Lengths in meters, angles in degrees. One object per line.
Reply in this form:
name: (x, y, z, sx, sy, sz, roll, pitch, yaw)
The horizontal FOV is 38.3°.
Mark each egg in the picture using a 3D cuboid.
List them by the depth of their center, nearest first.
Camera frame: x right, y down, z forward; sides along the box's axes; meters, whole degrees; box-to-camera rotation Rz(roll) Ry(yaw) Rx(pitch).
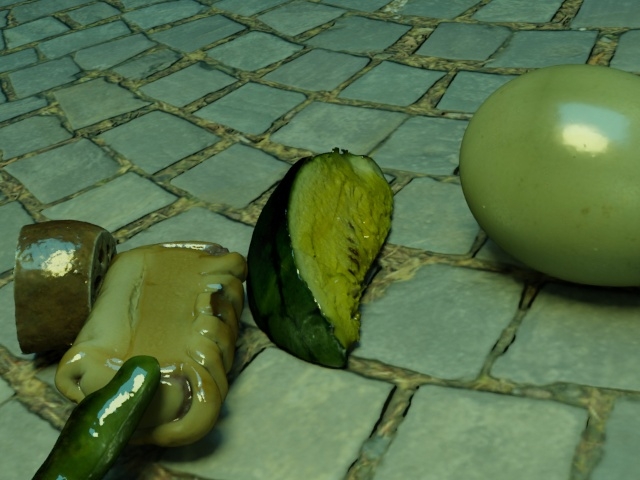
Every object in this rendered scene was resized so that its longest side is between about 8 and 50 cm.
egg: (0.243, -0.054, 0.804, 0.253, 0.189, 0.188, 19, 42, 27)

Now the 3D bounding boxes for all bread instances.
bread: (-0.134, 0.082, 0.783, 0.134, 0.081, 0.225, 6, 36, 2)

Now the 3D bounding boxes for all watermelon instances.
watermelon: (0.000, 0.000, 0.897, 0.129, 0.123, 0.301, 27, 36, -3)

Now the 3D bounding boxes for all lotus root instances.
lotus root: (-0.235, 0.043, 0.841, 0.081, 0.122, 0.112, 0, 9, 3)

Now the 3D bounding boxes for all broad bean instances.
broad bean: (-0.167, 0.206, 0.597, 0.144, 0.049, 0.292, -27, 36, 18)
